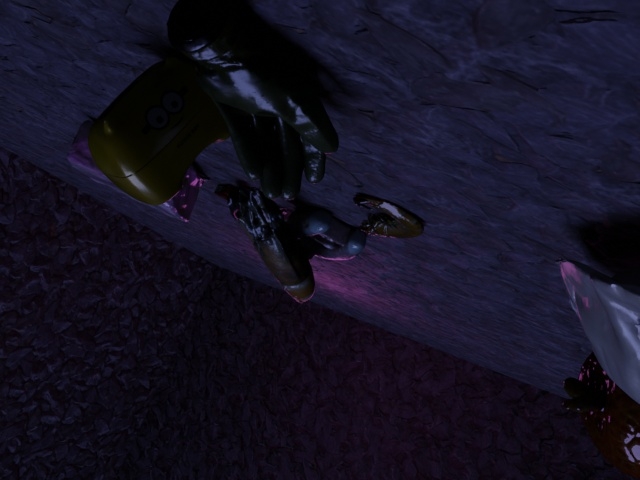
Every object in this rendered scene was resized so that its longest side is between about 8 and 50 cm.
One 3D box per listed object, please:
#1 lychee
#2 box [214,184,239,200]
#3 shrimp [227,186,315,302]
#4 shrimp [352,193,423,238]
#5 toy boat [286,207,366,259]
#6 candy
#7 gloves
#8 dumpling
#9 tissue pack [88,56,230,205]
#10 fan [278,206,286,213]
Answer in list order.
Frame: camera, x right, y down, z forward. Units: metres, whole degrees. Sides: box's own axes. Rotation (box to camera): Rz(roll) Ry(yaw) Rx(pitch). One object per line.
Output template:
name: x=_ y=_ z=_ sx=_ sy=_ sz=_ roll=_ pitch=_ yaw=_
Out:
lychee: x=0.533 y=0.271 z=1.240 sx=0.300 sy=0.255 sz=0.255 roll=-8 pitch=172 yaw=-4
box: x=-0.195 y=-0.102 z=1.658 sx=0.051 sy=0.023 sz=0.082 roll=27 pitch=171 yaw=-26
shrimp: x=-0.115 y=-0.019 z=1.541 sx=0.272 sy=0.085 sz=0.445 roll=48 pitch=170 yaw=22
shrimp: x=0.090 y=-0.038 z=1.262 sx=0.124 sy=0.034 sz=0.178 roll=32 pitch=167 yaw=-29
toy boat: x=0.000 y=0.000 z=1.549 sx=0.155 sy=0.085 sz=0.227 roll=26 pitch=171 yaw=-18
candy: x=-0.385 y=-0.149 z=1.603 sx=0.265 sy=0.116 sz=0.155 roll=24 pitch=174 yaw=10
gloves: x=-0.061 y=-0.149 z=0.796 sx=0.135 sy=0.107 sz=0.268 roll=9 pitch=147 yaw=31
dumpling: x=0.394 y=0.106 z=0.897 sx=0.260 sy=0.181 sz=0.341 roll=28 pitch=-162 yaw=39
tissue pack: x=-0.203 y=-0.145 z=0.951 sx=0.123 sy=0.178 sz=0.127 roll=15 pitch=149 yaw=51
fan: x=-0.100 y=-0.073 z=1.640 sx=0.060 sy=0.003 sz=0.080 roll=23 pitch=171 yaw=0
